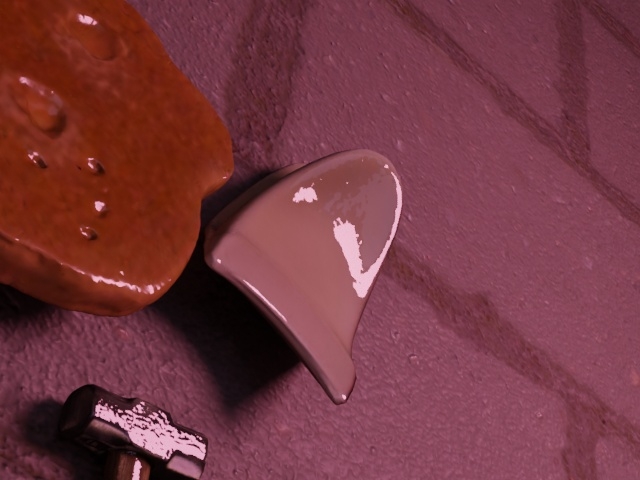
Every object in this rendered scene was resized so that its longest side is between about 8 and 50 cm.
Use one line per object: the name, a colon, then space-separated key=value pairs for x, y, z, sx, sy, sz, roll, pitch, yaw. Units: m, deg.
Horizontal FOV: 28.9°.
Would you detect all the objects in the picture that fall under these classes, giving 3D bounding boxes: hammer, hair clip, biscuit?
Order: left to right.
biscuit: x=-0.241 y=-0.120 z=0.957 sx=0.385 sy=0.062 sz=0.365 roll=46 pitch=31 yaw=-15
hammer: x=-0.145 y=0.277 z=0.835 sx=0.111 sy=0.043 sz=0.365 roll=31 pitch=47 yaw=-34
hair clip: x=-0.015 y=0.011 z=1.120 sx=0.172 sy=0.113 sz=0.282 roll=48 pitch=43 yaw=-14
